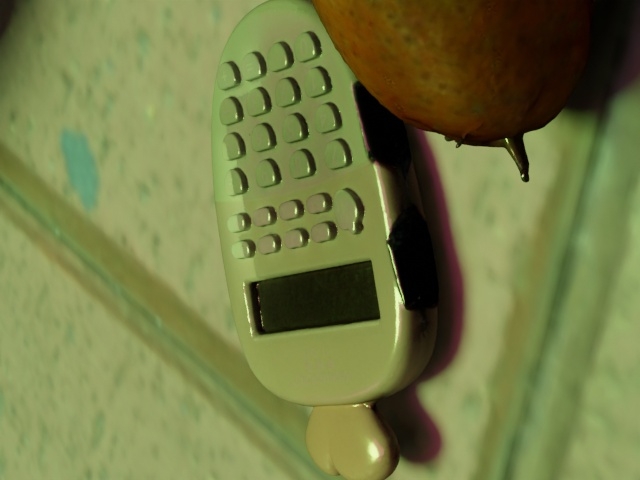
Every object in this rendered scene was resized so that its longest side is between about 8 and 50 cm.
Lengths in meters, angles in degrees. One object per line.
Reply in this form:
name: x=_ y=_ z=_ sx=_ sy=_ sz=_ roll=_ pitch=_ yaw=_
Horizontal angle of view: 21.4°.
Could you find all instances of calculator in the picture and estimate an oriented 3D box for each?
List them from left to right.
calculator: x=0.000 y=0.000 z=0.570 sx=0.103 sy=0.024 sz=0.165 roll=-11 pitch=89 yaw=53

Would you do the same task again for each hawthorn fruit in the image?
hawthorn fruit: x=0.037 y=-0.063 z=0.458 sx=0.081 sy=0.081 sz=0.093 roll=20 pitch=130 yaw=49
